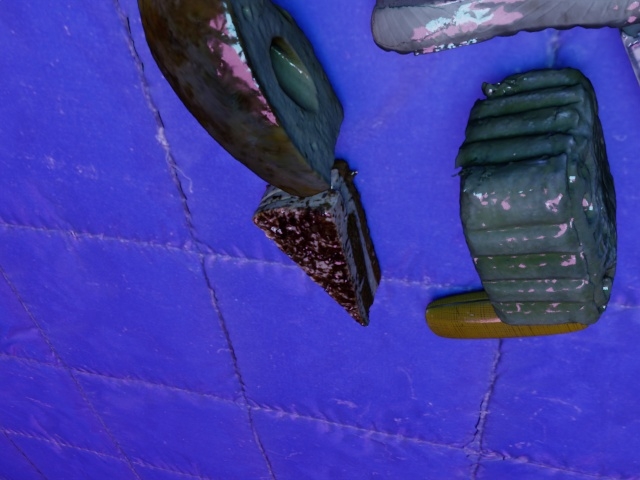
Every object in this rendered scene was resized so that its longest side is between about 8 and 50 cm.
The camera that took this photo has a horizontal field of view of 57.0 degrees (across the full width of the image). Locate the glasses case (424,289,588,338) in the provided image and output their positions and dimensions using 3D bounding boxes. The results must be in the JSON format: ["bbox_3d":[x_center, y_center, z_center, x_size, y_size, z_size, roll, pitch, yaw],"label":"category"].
[{"bbox_3d":[0.269,0.108,0.868,0.234,0.064,0.079,-9,132,28],"label":"glasses case"}]

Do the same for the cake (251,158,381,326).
[{"bbox_3d":[-0.002,0.007,0.847,0.135,0.112,0.246,3,137,22],"label":"cake"}]

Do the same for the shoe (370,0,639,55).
[{"bbox_3d":[0.191,-0.272,0.497,0.337,0.132,0.171,-1,123,26],"label":"shoe"}]

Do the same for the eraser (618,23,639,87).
[{"bbox_3d":[0.402,-0.122,0.576,0.130,0.086,0.287,-16,125,35],"label":"eraser"}]

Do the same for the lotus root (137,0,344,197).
[{"bbox_3d":[-0.094,-0.171,0.646,0.210,0.142,0.314,-9,137,44],"label":"lotus root"}]

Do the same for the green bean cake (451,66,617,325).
[{"bbox_3d":[0.234,-0.051,0.614,0.125,0.227,0.222,-8,130,34],"label":"green bean cake"}]
